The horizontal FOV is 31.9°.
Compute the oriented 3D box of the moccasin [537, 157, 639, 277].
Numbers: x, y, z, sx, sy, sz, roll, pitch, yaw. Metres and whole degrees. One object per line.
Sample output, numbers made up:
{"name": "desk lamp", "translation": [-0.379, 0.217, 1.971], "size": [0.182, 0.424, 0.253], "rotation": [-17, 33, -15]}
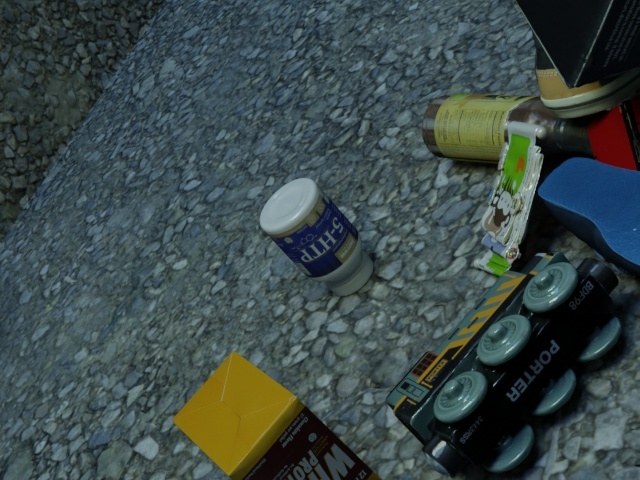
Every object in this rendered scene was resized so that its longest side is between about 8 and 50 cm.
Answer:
{"name": "moccasin", "translation": [0.410, -0.018, 1.415], "size": [0.137, 0.117, 0.342], "rotation": [-41, 27, 3]}

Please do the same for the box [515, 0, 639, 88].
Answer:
{"name": "box", "translation": [0.455, -0.513, 1.458], "size": [0.471, 0.297, 0.480], "rotation": [-17, 63, -15]}

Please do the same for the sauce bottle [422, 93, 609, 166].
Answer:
{"name": "sauce bottle", "translation": [0.309, -0.168, 1.724], "size": [0.344, 0.111, 0.111], "rotation": [11, 59, 49]}

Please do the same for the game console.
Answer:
{"name": "game console", "translation": [0.444, -0.117, 1.519], "size": [0.124, 0.085, 0.144], "rotation": [-13, 79, 3]}

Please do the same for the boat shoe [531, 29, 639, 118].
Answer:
{"name": "boat shoe", "translation": [0.484, -0.359, 1.639], "size": [0.500, 0.156, 0.186], "rotation": [-37, 20, -28]}

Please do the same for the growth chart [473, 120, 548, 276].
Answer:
{"name": "growth chart", "translation": [0.269, -0.060, 1.597], "size": [0.172, 0.021, 0.237], "rotation": [-174, 97, -77]}

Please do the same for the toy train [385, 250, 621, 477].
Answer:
{"name": "toy train", "translation": [0.228, 0.146, 1.406], "size": [0.334, 0.142, 0.190], "rotation": [-48, 22, -10]}

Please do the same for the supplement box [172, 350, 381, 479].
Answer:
{"name": "supplement box", "translation": [-0.060, 0.280, 1.498], "size": [0.129, 0.194, 0.191], "rotation": [-48, 31, -10]}

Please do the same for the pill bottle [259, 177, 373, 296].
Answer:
{"name": "pill bottle", "translation": [0.000, 0.000, 1.787], "size": [0.112, 0.187, 0.112], "rotation": [-29, 33, 22]}
